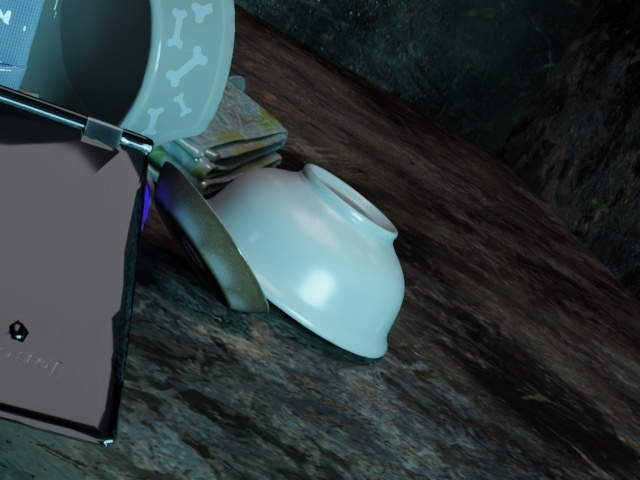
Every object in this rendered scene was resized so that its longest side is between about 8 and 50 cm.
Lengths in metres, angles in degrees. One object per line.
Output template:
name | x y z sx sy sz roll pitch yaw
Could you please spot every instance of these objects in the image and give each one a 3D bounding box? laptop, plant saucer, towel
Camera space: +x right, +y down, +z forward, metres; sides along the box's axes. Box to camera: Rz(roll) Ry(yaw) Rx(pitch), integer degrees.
laptop | -0.349 -0.027 1.059 0.382 0.236 0.408 19 -8 -21
plant saucer | -0.126 0.006 1.514 0.198 0.036 0.198 53 -11 15
towel | -0.244 -0.206 1.951 0.374 0.090 0.320 39 21 10

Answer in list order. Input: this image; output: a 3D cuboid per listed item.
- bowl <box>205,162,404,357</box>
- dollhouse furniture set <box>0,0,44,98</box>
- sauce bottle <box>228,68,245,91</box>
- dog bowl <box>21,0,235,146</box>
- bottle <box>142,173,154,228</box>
bowl | 0.000 0.000 1.704 0.298 0.134 0.298 37 11 -8
dollhouse furniture set | -0.375 -0.234 1.396 0.303 0.286 0.198 11 24 -30
sauce bottle | -0.264 -0.343 2.364 0.344 0.111 0.111 40 15 28
dog bowl | -0.259 -0.250 1.636 0.349 0.348 0.102 41 29 29
bottle | -0.240 -0.032 1.415 0.118 0.092 0.283 31 14 2
